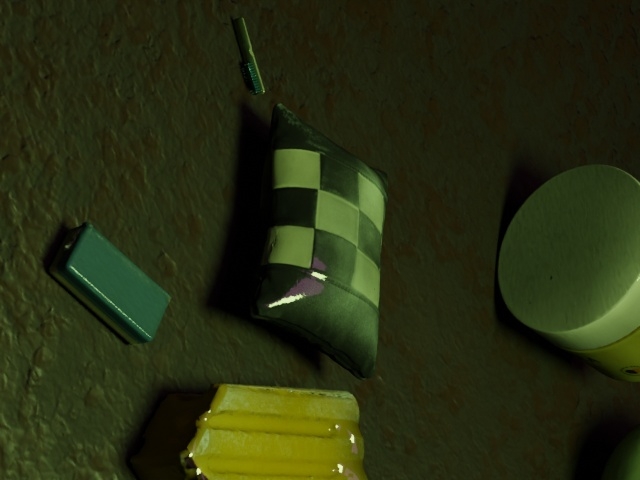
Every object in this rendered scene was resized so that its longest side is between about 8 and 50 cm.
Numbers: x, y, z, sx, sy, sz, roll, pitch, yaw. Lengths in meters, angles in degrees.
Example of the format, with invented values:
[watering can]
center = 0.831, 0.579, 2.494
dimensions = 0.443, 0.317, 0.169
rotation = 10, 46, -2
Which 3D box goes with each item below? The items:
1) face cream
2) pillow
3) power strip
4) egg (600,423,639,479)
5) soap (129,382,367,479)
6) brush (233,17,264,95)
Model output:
[face cream]
center = 0.352, 0.042, 2.166
dimensions = 0.179, 0.218, 0.218
rotation = 31, 56, -42
[pillow]
center = 0.000, 0.000, 1.845
dimensions = 0.186, 0.106, 0.249
rotation = 34, 50, -41
[power strip]
center = -0.195, 0.040, 1.656
dimensions = 0.123, 0.032, 0.056
rotation = 45, 47, -32
[egg]
center = 0.469, 0.376, 2.178
dimensions = 0.258, 0.258, 0.352
rotation = -31, 99, -50
[soap]
center = -0.064, 0.221, 1.722
dimensions = 0.258, 0.080, 0.160
rotation = 10, 70, -48
[brush]
center = -0.077, -0.192, 1.881
dimensions = 0.013, 0.016, 0.083
rotation = -16, 92, -40
